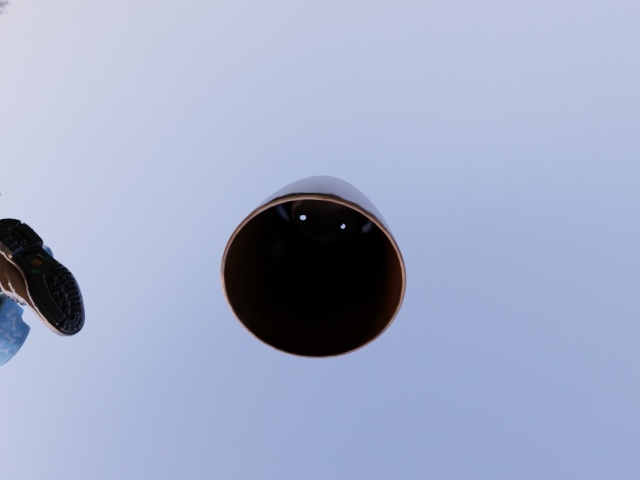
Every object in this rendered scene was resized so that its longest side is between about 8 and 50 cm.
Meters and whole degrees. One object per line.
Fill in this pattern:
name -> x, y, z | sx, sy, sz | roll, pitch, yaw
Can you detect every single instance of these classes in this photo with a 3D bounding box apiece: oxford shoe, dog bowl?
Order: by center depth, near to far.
oxford shoe -> -0.467, 0.075, 0.911 | 0.227, 0.082, 0.096 | 49, -61, 15
dog bowl -> -0.692, 0.124, 1.199 | 0.165, 0.074, 0.297 | -3, -118, 23

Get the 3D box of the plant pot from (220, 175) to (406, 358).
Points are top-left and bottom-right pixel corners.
plant pot -> 0.000, 0.000, 0.742 | 0.215, 0.215, 0.230 | -12, -157, 11
